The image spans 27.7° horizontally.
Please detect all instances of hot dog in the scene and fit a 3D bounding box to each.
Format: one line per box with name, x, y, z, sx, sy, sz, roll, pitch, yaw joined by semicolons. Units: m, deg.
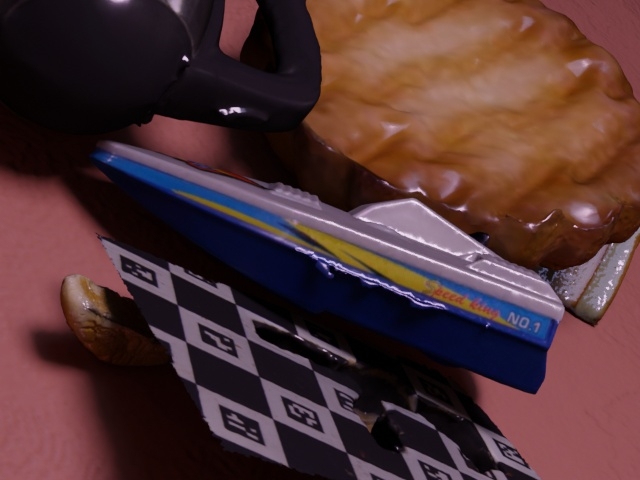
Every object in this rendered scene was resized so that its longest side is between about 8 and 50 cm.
hot dog;-0.112;0.048;0.694;0.090;0.034;0.030;31;23;-52

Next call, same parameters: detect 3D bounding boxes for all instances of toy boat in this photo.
toy boat;0.000;0.000;0.787;0.295;0.088;0.129;22;-1;-5

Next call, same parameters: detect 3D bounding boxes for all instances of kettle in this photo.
kettle;-0.146;-0.167;0.822;0.251;0.207;0.271;49;20;-49

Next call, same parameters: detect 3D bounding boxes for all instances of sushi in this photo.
sushi;0.009;0.103;0.714;0.280;0.043;0.192;23;17;-37

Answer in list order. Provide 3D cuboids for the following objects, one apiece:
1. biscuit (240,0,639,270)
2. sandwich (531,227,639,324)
biscuit;0.095;-0.091;0.973;0.326;0.107;0.325;14;42;-13
sandwich;0.229;-0.028;1.043;0.079;0.113;0.163;34;33;-4
